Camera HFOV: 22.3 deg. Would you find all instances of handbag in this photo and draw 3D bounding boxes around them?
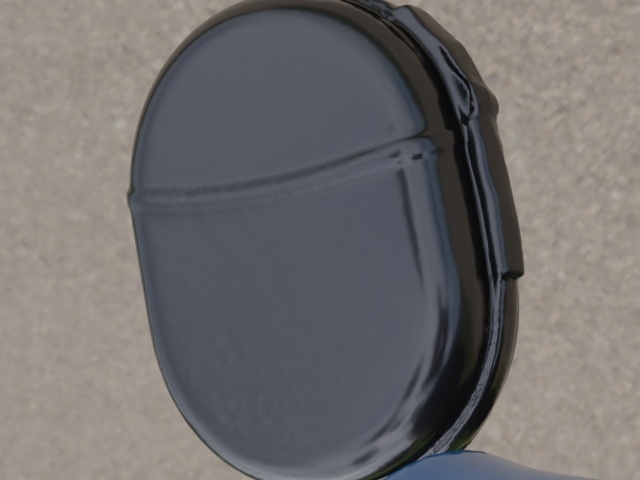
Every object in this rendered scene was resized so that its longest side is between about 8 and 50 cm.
[{"bbox_3d":[-0.001,0.000,0.965,0.254,0.093,0.308,-13,84,36],"label":"handbag"}]

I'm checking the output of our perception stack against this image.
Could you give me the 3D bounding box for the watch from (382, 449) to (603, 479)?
[{"bbox_3d":[0.052,0.215,0.473,0.241,0.305,0.274,8,109,33],"label":"watch"}]
